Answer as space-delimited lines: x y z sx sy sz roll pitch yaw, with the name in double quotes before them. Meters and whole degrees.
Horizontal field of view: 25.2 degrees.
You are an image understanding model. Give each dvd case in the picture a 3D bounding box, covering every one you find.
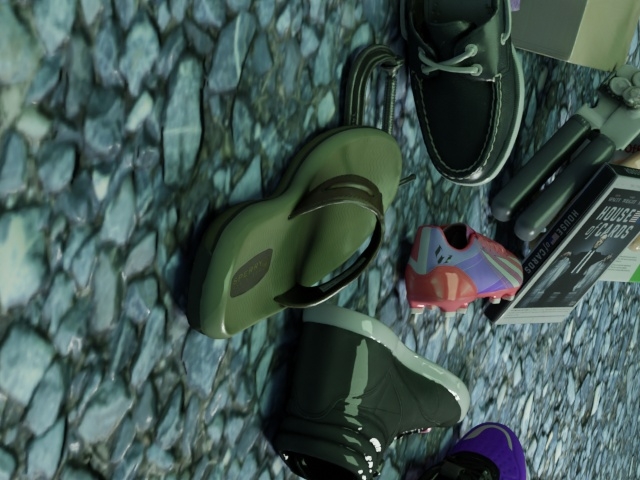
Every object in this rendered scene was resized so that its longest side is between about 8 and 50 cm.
"dvd case" 0.318 0.009 1.744 0.179 0.029 0.239 3 131 -53

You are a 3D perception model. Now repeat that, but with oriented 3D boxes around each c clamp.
"c clamp" 0.050 -0.104 1.278 0.137 0.022 0.161 -38 136 -50

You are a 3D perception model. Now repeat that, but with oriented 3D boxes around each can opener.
"can opener" 0.312 -0.104 1.709 0.280 0.074 0.093 -44 164 -22

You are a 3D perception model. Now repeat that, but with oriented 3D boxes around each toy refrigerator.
"toy refrigerator" 0.296 -0.261 1.682 0.269 0.094 0.102 -8 116 -65

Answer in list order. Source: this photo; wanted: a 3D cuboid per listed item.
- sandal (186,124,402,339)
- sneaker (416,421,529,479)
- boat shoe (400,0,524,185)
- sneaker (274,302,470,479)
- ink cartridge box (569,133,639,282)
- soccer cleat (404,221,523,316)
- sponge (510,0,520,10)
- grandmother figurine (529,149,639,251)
"sandal" -0.001 0.002 1.119 0.303 0.086 0.120 -42 138 -55
"sneaker" 0.159 0.289 1.610 0.293 0.102 0.146 -56 148 -42
"boat shoe" 0.120 -0.196 1.288 0.091 0.114 0.302 -18 105 -65
"sneaker" 0.043 0.164 1.292 0.296 0.104 0.147 38 67 -58
"ink cartridge box" 0.416 -0.051 1.993 0.153 0.087 0.208 5 98 -37
"soccer cleat" 0.157 0.019 1.512 0.248 0.083 0.095 -14 109 -62
"sponge" 0.162 -0.284 1.431 0.210 0.031 0.117 -24 123 -62
"grandmother figurine" 0.427 -0.085 1.880 0.342 0.104 0.208 -26 143 -25
